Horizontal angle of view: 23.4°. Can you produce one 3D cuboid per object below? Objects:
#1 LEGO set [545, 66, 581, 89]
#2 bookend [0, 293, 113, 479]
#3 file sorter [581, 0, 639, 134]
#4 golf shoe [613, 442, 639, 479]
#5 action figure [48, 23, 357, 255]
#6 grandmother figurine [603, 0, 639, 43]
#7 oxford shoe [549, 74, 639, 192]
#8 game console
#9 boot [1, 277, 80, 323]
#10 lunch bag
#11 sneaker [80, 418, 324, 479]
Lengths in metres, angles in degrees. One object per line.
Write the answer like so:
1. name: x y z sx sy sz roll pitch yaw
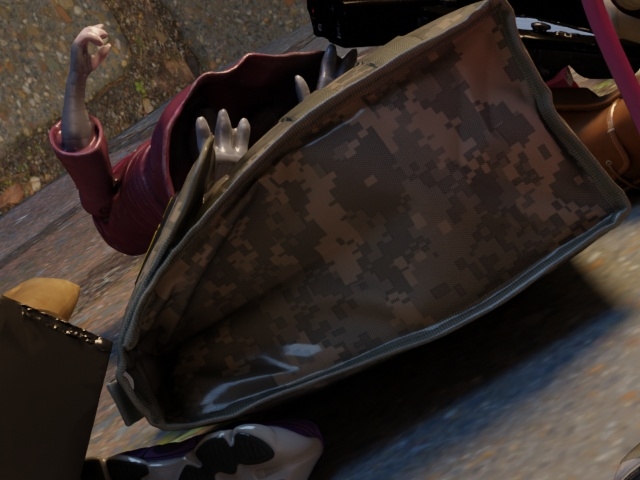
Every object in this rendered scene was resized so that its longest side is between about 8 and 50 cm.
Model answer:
1. LEGO set: 0.137 -0.099 1.181 0.087 0.093 0.227 -26 12 22
2. bookend: -0.186 0.140 0.826 0.156 0.072 0.157 -53 20 37
3. file sorter: 0.254 -0.102 0.589 0.202 0.182 0.290 -21 7 37
4. golf shoe: 0.141 0.090 0.459 0.086 0.067 0.186 -66 8 -6
5. action figure: -0.101 -0.044 1.338 0.248 0.276 0.370 7 -16 -32
6. grandmother figurine: 0.316 -0.206 1.203 0.207 0.104 0.342 -6 -2 -24
7. oxford shoe: 0.195 -0.054 0.959 0.076 0.076 0.212 -63 20 -12
8. game console: 0.134 -0.162 1.141 0.213 0.044 0.361 -6 16 -15
9. boot: -0.289 0.091 1.475 0.236 0.089 0.269 -26 11 19
10. lunch bag: 0.000 0.000 0.905 0.287 0.169 0.235 -33 2 -2
11. sneaker: -0.071 0.136 0.843 0.170 0.068 0.071 -15 2 26
